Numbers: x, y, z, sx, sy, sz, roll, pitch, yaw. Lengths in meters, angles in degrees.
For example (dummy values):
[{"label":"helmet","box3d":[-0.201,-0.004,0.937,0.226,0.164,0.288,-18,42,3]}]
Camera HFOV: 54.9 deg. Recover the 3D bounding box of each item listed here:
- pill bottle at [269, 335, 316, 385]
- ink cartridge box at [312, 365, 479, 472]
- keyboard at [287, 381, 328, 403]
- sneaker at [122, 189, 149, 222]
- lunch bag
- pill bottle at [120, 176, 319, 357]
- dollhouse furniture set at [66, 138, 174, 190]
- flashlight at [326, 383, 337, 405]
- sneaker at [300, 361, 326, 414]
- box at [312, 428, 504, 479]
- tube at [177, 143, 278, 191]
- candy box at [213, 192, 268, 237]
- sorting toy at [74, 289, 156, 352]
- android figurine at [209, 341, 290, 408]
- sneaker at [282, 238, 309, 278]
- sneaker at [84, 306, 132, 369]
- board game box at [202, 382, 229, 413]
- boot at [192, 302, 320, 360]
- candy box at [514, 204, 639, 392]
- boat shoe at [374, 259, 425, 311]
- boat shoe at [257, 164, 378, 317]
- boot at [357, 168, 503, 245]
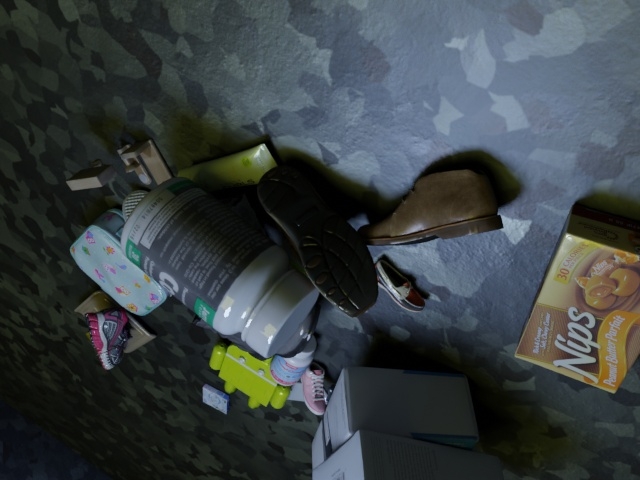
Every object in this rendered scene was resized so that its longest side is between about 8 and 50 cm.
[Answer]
[{"label":"pill bottle","box3d":[-0.067,0.293,1.545,0.087,0.087,0.160,32,136,4]},{"label":"ink cartridge box","box3d":[0.153,0.469,1.430,0.285,0.166,0.395,6,137,-9]},{"label":"keyboard","box3d":[-0.089,0.421,1.734,0.256,0.014,0.072,-4,120,35]},{"label":"sneaker","box3d":[-0.374,0.014,1.491,0.282,0.102,0.161,53,168,8]},{"label":"lunch bag","box3d":[-0.496,0.060,1.602,0.279,0.108,0.224,46,134,-12]},{"label":"pill bottle","box3d":[-0.192,0.052,1.204,0.361,0.204,0.204,36,138,13]},{"label":"dollhouse furniture set","box3d":[-0.438,-0.126,1.367,0.144,0.151,0.123,-2,126,37]},{"label":"flashlight","box3d":[0.056,0.492,1.636,0.103,0.103,0.304,19,134,14]},{"label":"sneaker","box3d":[-0.013,0.371,1.568,0.051,0.134,0.070,4,133,-27]},{"label":"box","box3d":[0.183,0.532,1.254,0.345,0.168,0.215,18,132,-21]},{"label":"tube","box3d":[-0.189,-0.141,1.264,0.240,0.070,0.062,-7,83,30]},{"label":"candy box","box3d":[-0.195,0.014,1.393,0.159,0.071,0.233,-6,124,35]},{"label":"sorting toy","box3d":[-0.666,0.269,1.954,0.229,0.041,0.307,44,137,-15]},{"label":"android figurine","box3d":[-0.192,0.366,1.709,0.248,0.056,0.273,32,136,7]},{"label":"sneaker","box3d":[-0.038,0.046,1.323,0.240,0.126,0.091,-44,70,21]},{"label":"sneaker","box3d":[-0.620,0.297,1.845,0.299,0.112,0.121,109,140,-59]},{"label":"board game box","box3d":[-0.331,0.503,1.954,0.090,0.020,0.090,24,137,12]},{"label":"boot","box3d":[-0.165,0.188,1.442,0.222,0.118,0.338,31,143,-20]},{"label":"candy box","box3d":[0.463,0.107,1.039,0.183,0.087,0.316,20,136,17]},{"label":"boat shoe","box3d":[0.161,0.092,1.253,0.137,0.049,0.043,40,136,2]},{"label":"boat shoe","box3d":[0.000,0.000,1.175,0.324,0.122,0.120,57,174,17]},{"label":"boot","box3d":[0.178,-0.051,1.101,0.305,0.112,0.115,-13,89,45]}]
